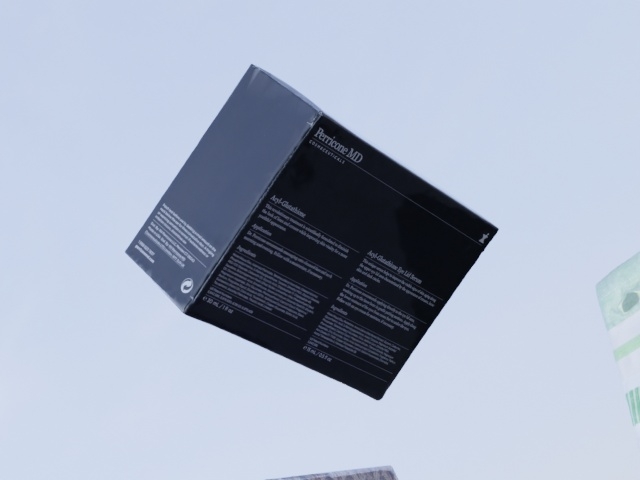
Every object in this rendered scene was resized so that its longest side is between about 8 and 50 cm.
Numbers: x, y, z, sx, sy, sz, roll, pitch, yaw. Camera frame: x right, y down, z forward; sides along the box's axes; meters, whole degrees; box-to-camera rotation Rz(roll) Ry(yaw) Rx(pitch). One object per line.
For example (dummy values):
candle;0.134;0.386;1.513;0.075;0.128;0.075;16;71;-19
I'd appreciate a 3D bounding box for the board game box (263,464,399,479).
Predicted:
board game box;-0.080;0.295;1.154;0.291;0.141;0.232;-29;-16;18

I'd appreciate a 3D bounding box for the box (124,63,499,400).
box;0.000;0.000;1.256;0.184;0.103;0.261;-53;-42;6

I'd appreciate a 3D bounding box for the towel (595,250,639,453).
towel;0.354;0.145;1.431;0.038;0.325;0.248;0;-25;-24
